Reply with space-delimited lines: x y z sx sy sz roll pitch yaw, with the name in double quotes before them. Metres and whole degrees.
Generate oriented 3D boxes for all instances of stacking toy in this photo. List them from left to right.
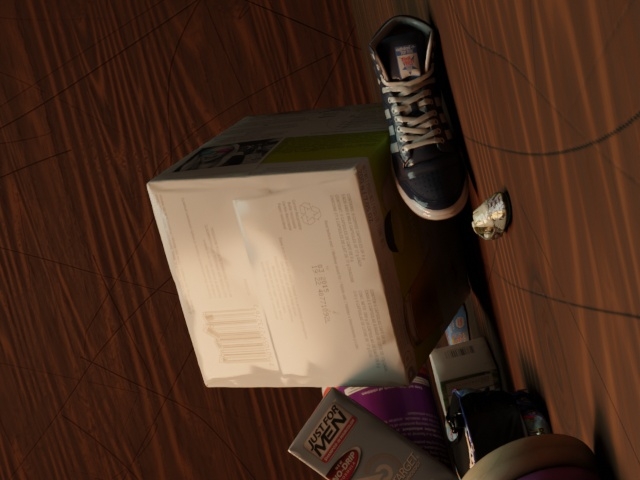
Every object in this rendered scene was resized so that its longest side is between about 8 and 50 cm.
"stacking toy" 0.234 0.333 1.090 0.141 0.141 0.330 76 174 -48

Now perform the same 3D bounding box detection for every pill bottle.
"pill bottle" 0.116 0.346 2.014 0.181 0.181 0.323 75 -178 -58

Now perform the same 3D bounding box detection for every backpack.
"backpack" 0.217 0.253 1.555 0.173 0.116 0.158 -101 -3 -83

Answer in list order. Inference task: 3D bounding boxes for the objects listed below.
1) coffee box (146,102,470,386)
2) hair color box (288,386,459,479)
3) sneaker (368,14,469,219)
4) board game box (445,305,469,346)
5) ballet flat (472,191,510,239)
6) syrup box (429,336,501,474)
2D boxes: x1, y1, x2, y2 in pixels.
"coffee box" 0.000 0.000 1.918 0.334 0.338 0.338 -45 -54 -57
"hair color box" 0.140 0.361 1.798 0.374 0.114 0.185 34 174 7
"sneaker" 0.128 -0.172 1.678 0.153 0.099 0.282 72 -173 -54
"board game box" 0.232 0.099 2.341 0.160 0.039 0.212 75 -178 -50
"ballet flat" 0.189 -0.024 1.416 0.114 0.041 0.041 75 -178 -75
"syrup box" 0.242 0.281 2.001 0.096 0.093 0.237 -103 -1 -61
